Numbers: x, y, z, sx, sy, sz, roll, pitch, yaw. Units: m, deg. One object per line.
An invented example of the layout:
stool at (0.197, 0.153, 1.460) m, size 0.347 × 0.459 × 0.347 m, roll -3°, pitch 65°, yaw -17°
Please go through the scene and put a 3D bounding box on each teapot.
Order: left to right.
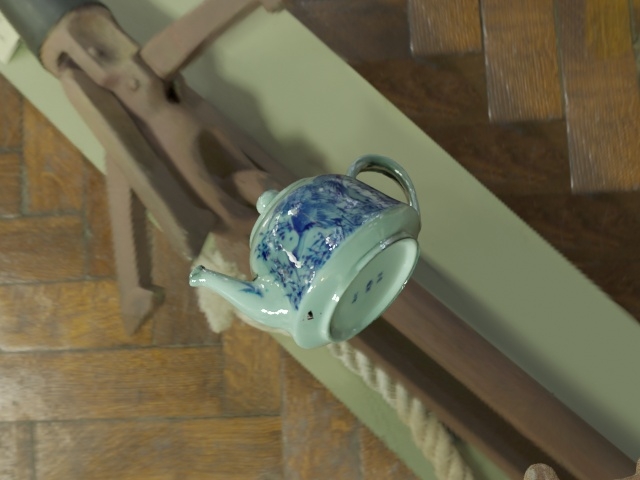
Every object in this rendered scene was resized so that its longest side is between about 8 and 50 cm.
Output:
teapot at (0.000, 0.000, 0.974) m, size 0.232 × 0.159 × 0.159 m, roll -37°, pitch 74°, yaw -27°

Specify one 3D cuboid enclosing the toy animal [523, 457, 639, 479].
toy animal at (0.247, 0.350, 1.048) m, size 0.326 × 0.237 × 0.269 m, roll -17°, pitch 35°, yaw 19°
